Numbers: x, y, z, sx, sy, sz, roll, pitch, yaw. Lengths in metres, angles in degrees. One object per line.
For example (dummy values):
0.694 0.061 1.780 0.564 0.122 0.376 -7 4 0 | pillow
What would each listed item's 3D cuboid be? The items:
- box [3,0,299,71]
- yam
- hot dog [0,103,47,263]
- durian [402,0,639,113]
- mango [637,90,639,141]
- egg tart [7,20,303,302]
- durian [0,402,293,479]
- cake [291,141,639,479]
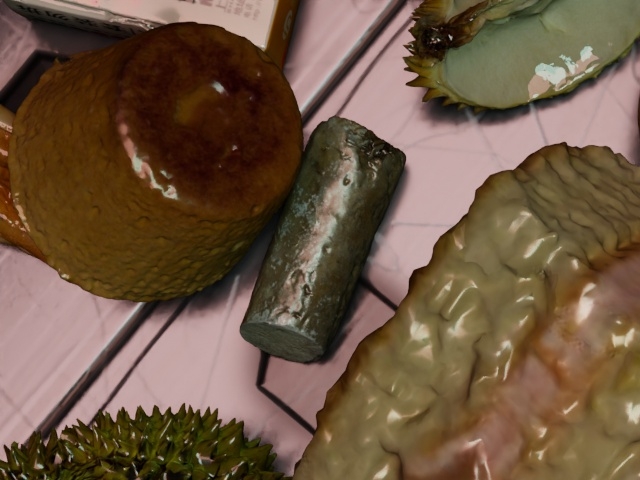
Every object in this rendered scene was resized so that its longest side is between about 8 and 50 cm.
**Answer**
-0.105 -0.278 1.489 0.220 0.091 0.274 15 83 8 | box
0.000 0.000 1.446 0.078 0.078 0.179 22 84 8 | yam
-0.263 -0.063 1.480 0.249 0.076 0.102 25 113 2 | hot dog
0.167 -0.192 1.425 0.252 0.139 0.144 -21 76 9 | durian
0.320 -0.096 1.391 0.191 0.160 0.290 -4 77 13 | mango
-0.108 -0.068 1.393 0.202 0.147 0.203 10 67 -25 | egg tart
-0.136 0.254 1.362 0.291 0.225 0.291 9 51 -11 | durian
0.190 0.141 1.258 0.307 0.293 0.314 41 119 18 | cake
